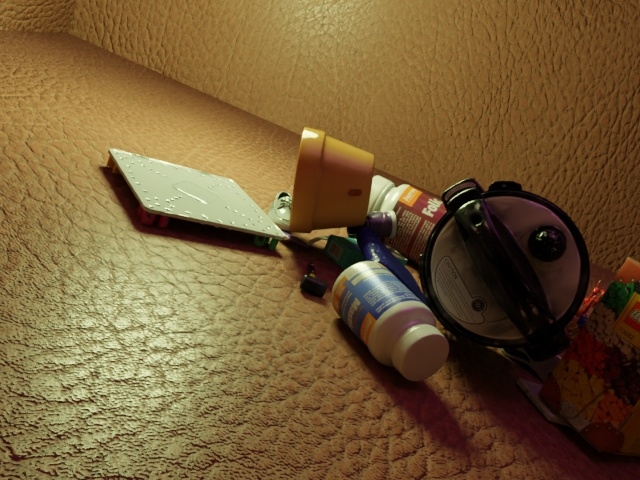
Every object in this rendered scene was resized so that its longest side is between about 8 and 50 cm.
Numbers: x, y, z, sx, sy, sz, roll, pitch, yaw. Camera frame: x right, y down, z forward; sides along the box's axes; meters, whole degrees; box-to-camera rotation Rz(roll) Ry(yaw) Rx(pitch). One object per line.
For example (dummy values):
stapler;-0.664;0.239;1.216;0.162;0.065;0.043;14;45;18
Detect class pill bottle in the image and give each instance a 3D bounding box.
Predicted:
pill bottle;0.145;0.168;1.356;0.152;0.152;0.272;14;19;-33
pill bottle;0.318;-0.049;2.152;0.392;0.224;0.224;29;17;14

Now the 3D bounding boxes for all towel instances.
towel;0.178;0.096;1.672;0.227;0.076;0.308;46;9;-14

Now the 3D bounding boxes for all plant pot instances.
plant pot;0.034;-0.154;1.781;0.204;0.290;0.291;8;17;0

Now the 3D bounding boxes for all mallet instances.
mallet;-0.028;0.085;1.587;0.062;0.039;0.189;23;12;-16

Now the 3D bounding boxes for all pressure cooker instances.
pressure cooker;0.425;0.061;1.512;0.370;0.375;0.420;18;1;15

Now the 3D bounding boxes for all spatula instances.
spatula;0.000;0.000;1.880;0.084;0.030;0.297;34;22;36

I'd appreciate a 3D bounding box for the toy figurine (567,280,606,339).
toy figurine;0.935;0.296;2.040;0.217;0.191;0.362;32;18;8

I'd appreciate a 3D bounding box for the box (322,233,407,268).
box;0.133;0.045;1.886;0.244;0.060;0.100;10;22;-41

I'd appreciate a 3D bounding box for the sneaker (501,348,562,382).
sneaker;0.587;0.305;1.680;0.217;0.079;0.121;35;21;36

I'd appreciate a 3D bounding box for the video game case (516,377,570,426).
video game case;0.549;0.382;1.494;0.157;0.019;0.143;19;17;-21

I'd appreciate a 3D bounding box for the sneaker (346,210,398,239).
sneaker;0.129;-0.043;1.973;0.124;0.107;0.283;-2;-8;-15

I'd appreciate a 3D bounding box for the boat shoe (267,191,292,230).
boat shoe;-0.114;-0.096;1.938;0.079;0.081;0.227;21;16;-12

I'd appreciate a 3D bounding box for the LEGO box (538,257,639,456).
LEGO box;0.798;0.290;1.469;0.500;0.372;0.193;17;18;-35

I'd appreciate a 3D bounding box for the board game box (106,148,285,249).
board game box;-0.338;-0.109;1.719;0.390;0.050;0.390;13;20;-36
